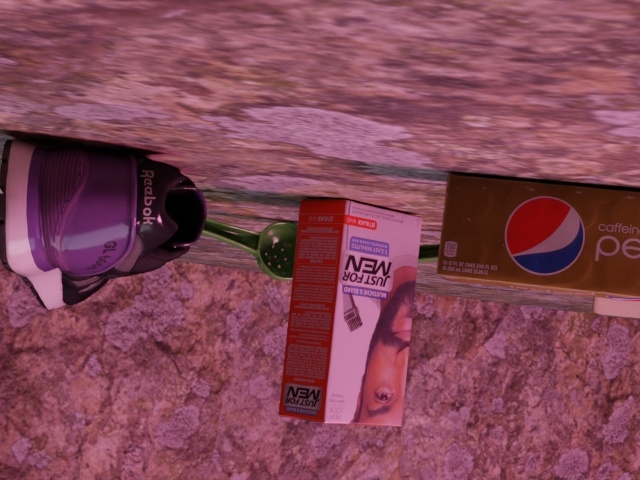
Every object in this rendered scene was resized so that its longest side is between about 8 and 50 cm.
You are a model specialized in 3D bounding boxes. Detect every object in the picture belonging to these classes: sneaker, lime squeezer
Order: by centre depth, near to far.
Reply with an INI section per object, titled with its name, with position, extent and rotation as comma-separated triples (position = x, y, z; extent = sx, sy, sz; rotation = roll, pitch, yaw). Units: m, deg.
[sneaker]
position = -0.142, -0.004, 0.945
extent = 0.124, 0.107, 0.283
rotation = 1, 177, -3
[lime squeezer]
position = 0.000, 0.000, 1.229
extent = 0.310, 0.059, 0.110
rotation = 7, 146, 11

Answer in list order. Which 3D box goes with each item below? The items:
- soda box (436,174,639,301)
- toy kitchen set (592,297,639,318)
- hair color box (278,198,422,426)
[soda box]
position = 0.162, 0.002, 0.775
extent = 0.181, 0.061, 0.058
rotation = 6, 176, 12
[toy kitchen set]
position = 0.280, 0.033, 1.069
extent = 0.122, 0.166, 0.207
rotation = 5, 139, 10
[hair color box]
position = 0.024, 0.057, 1.032
extent = 0.053, 0.167, 0.093
rotation = 3, 175, 43
